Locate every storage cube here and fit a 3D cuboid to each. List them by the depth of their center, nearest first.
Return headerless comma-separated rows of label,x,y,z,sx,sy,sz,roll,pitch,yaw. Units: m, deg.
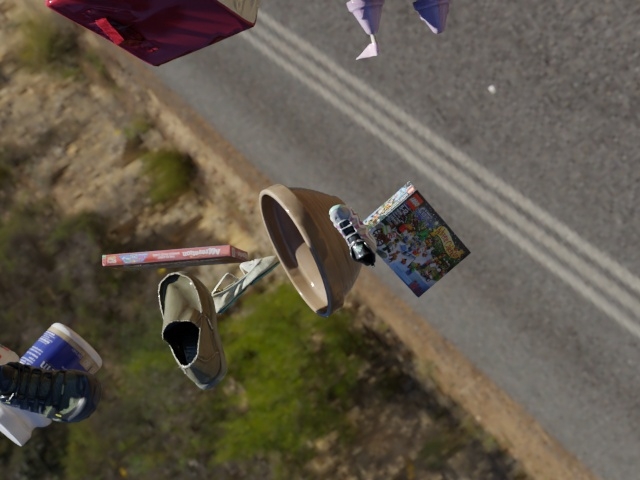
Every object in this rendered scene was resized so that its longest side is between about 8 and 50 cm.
storage cube,-0.193,-0.353,1.357,0.193,0.215,0.184,-12,152,43

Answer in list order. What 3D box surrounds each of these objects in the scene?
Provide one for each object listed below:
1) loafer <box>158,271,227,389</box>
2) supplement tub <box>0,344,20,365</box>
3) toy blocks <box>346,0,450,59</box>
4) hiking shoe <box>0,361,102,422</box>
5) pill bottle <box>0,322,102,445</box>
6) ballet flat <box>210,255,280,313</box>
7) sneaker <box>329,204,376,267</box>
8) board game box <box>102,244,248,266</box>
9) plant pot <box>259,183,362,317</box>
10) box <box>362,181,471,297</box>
loafer,-0.239,0.148,1.993,0.087,0.094,0.251,41,-163,-52
supplement tub,-0.718,0.231,2.043,0.272,0.191,0.191,32,174,-6
toy blocks,0.153,-0.411,1.504,0.309,0.288,0.260,-33,-72,-68
hiking shoe,-0.447,0.235,1.716,0.227,0.086,0.114,-2,166,30
pill bottle,-0.643,0.332,2.540,0.153,0.264,0.153,34,158,16
ballet flat,-0.150,0.073,2.114,0.052,0.168,0.057,50,174,-4
sneaker,0.049,-0.001,1.517,0.098,0.038,0.069,45,-158,-30
board game box,-0.310,0.039,2.374,0.145,0.281,0.027,33,-127,-77
plant pot,0.000,0.000,1.831,0.237,0.110,0.237,54,163,26
box,0.207,0.001,2.442,0.233,0.159,0.044,45,-173,-34
